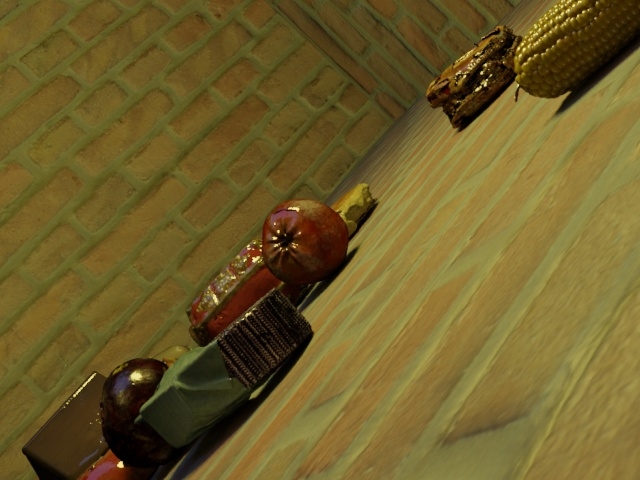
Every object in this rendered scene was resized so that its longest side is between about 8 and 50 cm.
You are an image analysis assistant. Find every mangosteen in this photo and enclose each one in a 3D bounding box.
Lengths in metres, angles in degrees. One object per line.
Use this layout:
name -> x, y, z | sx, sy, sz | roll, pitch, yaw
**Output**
mangosteen -> -0.276, 0.294, 1.744 | 0.217, 0.192, 0.192 | -9, 0, -7

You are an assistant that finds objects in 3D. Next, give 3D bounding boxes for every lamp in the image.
lamp -> -0.146, 0.118, 2.043 | 0.274, 0.177, 0.177 | -45, 4, 6

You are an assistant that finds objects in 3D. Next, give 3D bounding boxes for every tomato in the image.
tomato -> -0.404, 0.459, 1.884 | 0.236, 0.095, 0.237 | -47, 3, 3

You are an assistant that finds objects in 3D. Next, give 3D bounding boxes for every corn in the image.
corn -> 0.342, -0.276, 1.186 | 0.310, 0.101, 0.101 | -44, 5, 39

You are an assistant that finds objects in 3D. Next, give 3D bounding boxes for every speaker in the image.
speaker -> -0.490, 0.434, 2.147 | 0.231, 0.193, 0.153 | -50, -27, -31

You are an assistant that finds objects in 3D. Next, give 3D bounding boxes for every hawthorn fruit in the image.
hawthorn fruit -> -0.024, 0.003, 1.891 | 0.173, 0.173, 0.173 | -47, 4, 4

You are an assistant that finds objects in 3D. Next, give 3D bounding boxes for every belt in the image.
belt -> -0.145, 0.199, 1.557 | 0.325, 0.122, 0.260 | -39, 1, 45

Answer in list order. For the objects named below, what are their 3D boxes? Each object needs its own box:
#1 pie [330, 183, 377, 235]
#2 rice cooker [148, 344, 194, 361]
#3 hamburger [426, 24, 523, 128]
pie -> 0.000, 0.000, 2.258 | 0.339, 0.083, 0.339 | -44, 4, 4
rice cooker -> -0.310, 0.299, 2.128 | 0.127, 0.145, 0.206 | -36, -3, -19
hamburger -> 0.314, -0.330, 1.987 | 0.231, 0.107, 0.231 | -43, 2, 2
